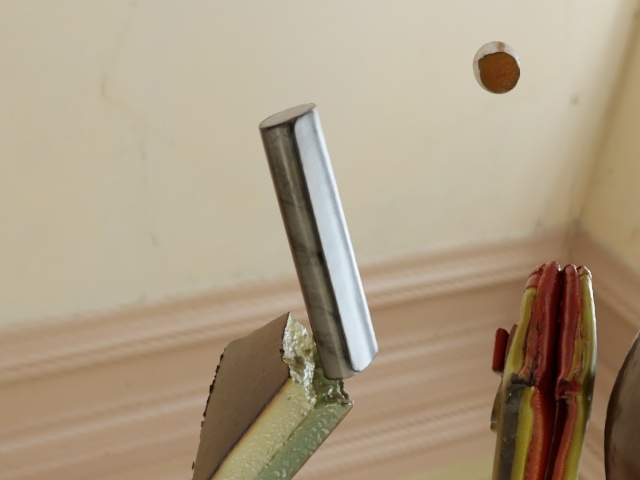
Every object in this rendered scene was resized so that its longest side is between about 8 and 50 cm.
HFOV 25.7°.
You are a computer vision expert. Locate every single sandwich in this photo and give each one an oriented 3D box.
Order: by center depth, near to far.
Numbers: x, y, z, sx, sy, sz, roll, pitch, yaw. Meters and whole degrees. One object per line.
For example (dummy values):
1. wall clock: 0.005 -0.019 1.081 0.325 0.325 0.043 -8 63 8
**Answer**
1. sandwich: -0.055 0.214 1.698 0.108 0.186 0.220 29 -124 -26

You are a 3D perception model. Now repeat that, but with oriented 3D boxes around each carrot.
1. carrot: 0.238 -0.233 1.896 0.067 0.067 0.225 13 -168 4

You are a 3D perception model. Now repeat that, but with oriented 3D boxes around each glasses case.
1. glasses case: 0.000 0.000 1.581 0.060 0.299 0.114 -10 -166 18

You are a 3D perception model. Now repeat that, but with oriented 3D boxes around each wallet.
1. wallet: 0.150 0.140 0.986 0.067 0.241 0.141 7 -140 9

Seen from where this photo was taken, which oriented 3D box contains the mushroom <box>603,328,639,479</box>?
1. mushroom: 0.284 0.137 0.846 0.283 0.195 0.263 -10 -114 -55
